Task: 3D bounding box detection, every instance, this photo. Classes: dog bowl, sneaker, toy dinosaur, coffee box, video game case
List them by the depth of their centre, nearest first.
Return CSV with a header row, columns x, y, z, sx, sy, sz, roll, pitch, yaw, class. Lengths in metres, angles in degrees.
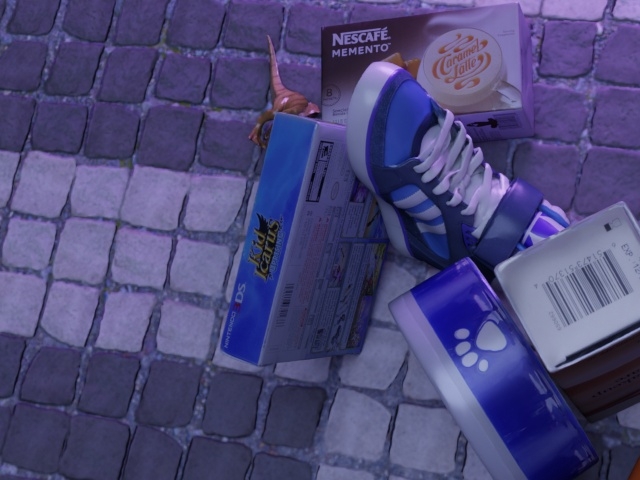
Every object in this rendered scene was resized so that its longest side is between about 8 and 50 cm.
x,y,z,sx,sy,sz,roll,pitch,yaw,class
0.185,0.152,1.563,0.104,0.265,0.265,-32,67,3,dog bowl
0.175,-0.059,1.605,0.236,0.323,0.130,17,61,28,sneaker
0.000,0.000,1.642,0.061,0.244,0.269,18,97,28,video game case
0.130,-0.195,1.778,0.246,0.098,0.141,-4,73,17,coffee box
-0.045,-0.168,1.843,0.112,0.064,0.211,-54,32,9,toy dinosaur

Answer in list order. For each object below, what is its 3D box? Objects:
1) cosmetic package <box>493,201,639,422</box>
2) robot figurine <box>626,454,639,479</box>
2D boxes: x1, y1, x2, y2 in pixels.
x,y,z,sx,sy,sz,roll,pitch,yaw,class
0.299,0.085,1.531,0.153,0.296,0.129,-29,67,9,cosmetic package
0.389,0.261,1.520,0.128,0.158,0.219,30,104,22,robot figurine
